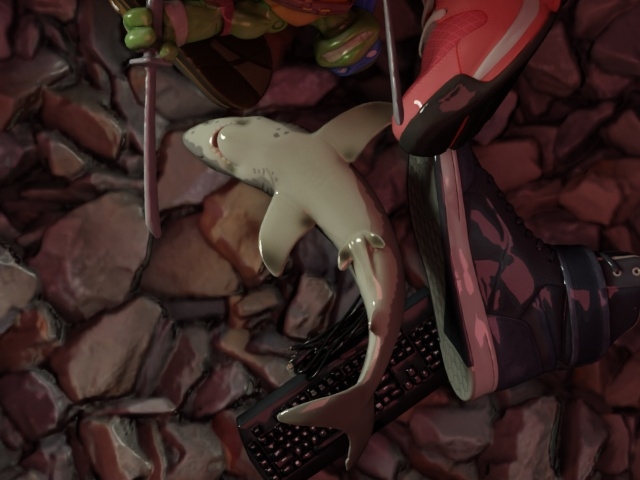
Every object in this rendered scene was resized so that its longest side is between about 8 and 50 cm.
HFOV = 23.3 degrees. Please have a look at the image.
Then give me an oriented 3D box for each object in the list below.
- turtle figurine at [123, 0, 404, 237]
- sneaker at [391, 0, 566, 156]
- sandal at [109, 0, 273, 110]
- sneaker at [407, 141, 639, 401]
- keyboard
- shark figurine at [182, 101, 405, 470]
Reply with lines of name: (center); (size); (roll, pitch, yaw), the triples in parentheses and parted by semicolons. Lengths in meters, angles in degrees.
turtle figurine: (-0.046, -0.192, 1.035); (0.266, 0.198, 0.275); (55, 52, -22)
sneaker: (0.113, -0.192, 1.138); (0.136, 0.116, 0.314); (33, 63, 3)
sandal: (-0.117, -0.187, 1.145); (0.219, 0.060, 0.090); (51, 62, -25)
sneaker: (0.160, -0.005, 1.192); (0.163, 0.086, 0.226); (-12, 93, -12)
keyboard: (0.021, 0.110, 1.202); (0.192, 0.038, 0.100); (-36, 99, -6)
shark figurine: (0.024, 0.014, 1.153); (0.166, 0.116, 0.278); (-24, 73, 9)
